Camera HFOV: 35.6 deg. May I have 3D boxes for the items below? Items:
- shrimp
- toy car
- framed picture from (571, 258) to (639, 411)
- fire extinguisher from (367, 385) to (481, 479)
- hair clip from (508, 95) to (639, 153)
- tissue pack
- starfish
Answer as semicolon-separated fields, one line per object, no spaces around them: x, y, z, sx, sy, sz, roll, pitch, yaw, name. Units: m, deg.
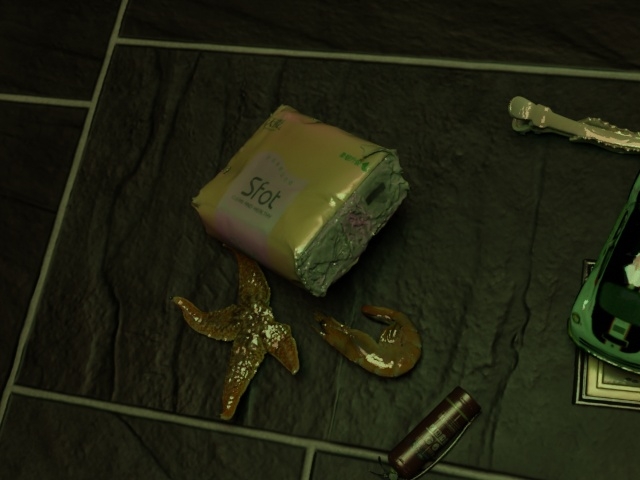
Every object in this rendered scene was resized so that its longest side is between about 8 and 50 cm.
0.063;0.120;1.336;0.162;0.045;0.095;31;80;24;shrimp
0.420;0.012;1.233;0.136;0.125;0.305;25;79;22;toy car
0.425;0.121;1.264;0.195;0.010;0.199;4;71;15;framed picture
0.135;0.255;1.270;0.158;0.043;0.064;-44;109;-3;fire extinguisher
0.365;-0.146;1.359;0.226;0.072;0.034;16;79;10;hair clip
-0.027;-0.058;1.354;0.215;0.123;0.257;-49;40;-13;tissue pack
-0.118;0.119;1.382;0.138;0.050;0.247;-29;55;0;starfish
